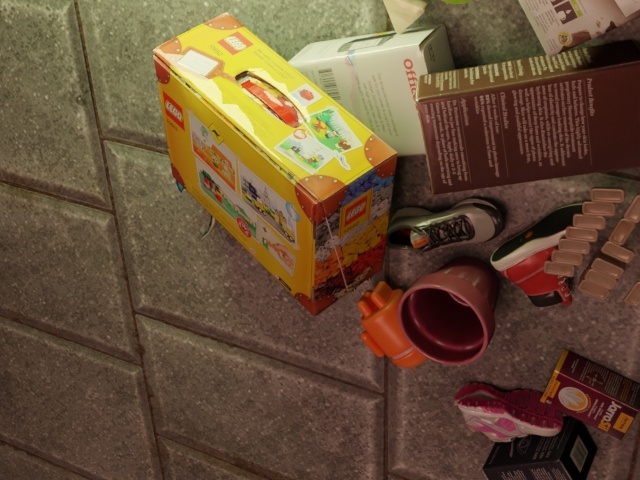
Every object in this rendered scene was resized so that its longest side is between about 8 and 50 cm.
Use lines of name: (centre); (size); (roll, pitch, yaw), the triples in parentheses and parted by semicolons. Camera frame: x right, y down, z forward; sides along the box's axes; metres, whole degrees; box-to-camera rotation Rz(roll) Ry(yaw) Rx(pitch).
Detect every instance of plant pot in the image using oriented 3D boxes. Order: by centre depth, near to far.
plant pot: (0.289, 0.133, 1.960); (0.201, 0.180, 0.201); (17, 128, 23)

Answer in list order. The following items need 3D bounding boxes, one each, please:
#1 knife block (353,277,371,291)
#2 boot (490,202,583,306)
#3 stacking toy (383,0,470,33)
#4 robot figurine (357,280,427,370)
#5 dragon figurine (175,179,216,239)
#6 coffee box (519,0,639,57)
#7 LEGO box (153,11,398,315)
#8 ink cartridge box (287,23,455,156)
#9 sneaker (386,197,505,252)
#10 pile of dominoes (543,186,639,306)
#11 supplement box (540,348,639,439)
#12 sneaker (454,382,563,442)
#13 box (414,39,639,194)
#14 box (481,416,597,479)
knife block: (0.000, 0.000, 2.138); (0.276, 0.242, 0.088); (-113, 29, -44)
boot: (0.487, 0.039, 1.845); (0.176, 0.088, 0.244); (43, 131, -14)
stacking toy: (0.165, -0.544, 1.644); (0.279, 0.130, 0.309); (47, 143, -21)
robot figurine: (0.178, 0.201, 2.117); (0.219, 0.158, 0.128); (50, 173, -7)
dragon figurine: (-0.285, -0.151, 2.201); (0.144, 0.085, 0.289); (27, 131, 15)
coffee box: (0.487, -0.422, 1.460); (0.297, 0.168, 0.119); (-21, 108, 41)
LEGO box: (-0.099, -0.151, 1.851); (0.500, 0.193, 0.372); (43, 153, 26)
ink cartridge box: (0.111, -0.284, 1.822); (0.306, 0.131, 0.226); (-1, 121, 32)
sneaker: (0.256, -0.018, 1.930); (0.271, 0.108, 0.100); (-7, 114, 35)
pile of dominoes: (0.553, 0.003, 1.730); (0.196, 0.040, 0.251); (25, 130, 5)
supplement box: (0.580, 0.328, 1.975); (0.188, 0.081, 0.104); (25, 131, 16)
sneaker: (0.435, 0.405, 2.119); (0.252, 0.103, 0.111); (9, 129, 36)
box: (0.368, -0.214, 1.617); (0.381, 0.143, 0.191); (-6, 118, 13)
box: (0.496, 0.497, 2.099); (0.207, 0.153, 0.108); (-20, 109, 41)
